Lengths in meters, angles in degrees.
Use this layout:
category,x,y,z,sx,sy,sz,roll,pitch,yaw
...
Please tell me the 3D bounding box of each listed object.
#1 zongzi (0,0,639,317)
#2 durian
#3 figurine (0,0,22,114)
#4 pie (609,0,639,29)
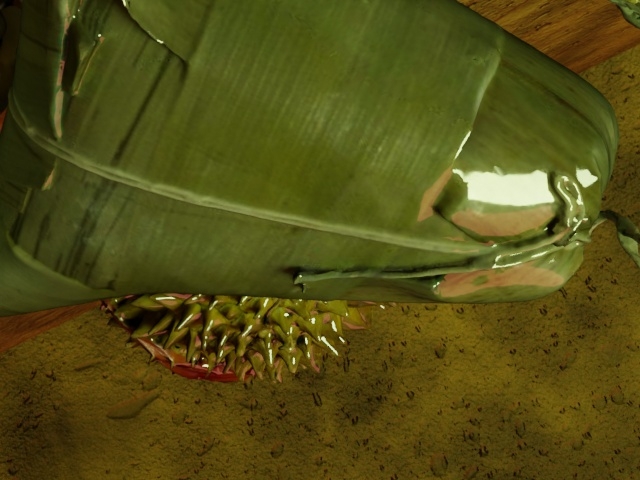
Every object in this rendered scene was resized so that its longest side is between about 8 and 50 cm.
category,x,y,z,sx,sy,sz,roll,pitch,yaw
zongzi,0.000,0.000,0.726,0.418,0.447,0.181,-58,-174,37
durian,-0.066,-0.057,0.966,0.348,0.347,0.384,-23,-178,-18
figurine,-0.218,-0.135,0.709,0.196,0.108,0.114,-40,-159,43
pie,0.317,-0.268,0.664,0.395,0.180,0.418,-52,-173,4
